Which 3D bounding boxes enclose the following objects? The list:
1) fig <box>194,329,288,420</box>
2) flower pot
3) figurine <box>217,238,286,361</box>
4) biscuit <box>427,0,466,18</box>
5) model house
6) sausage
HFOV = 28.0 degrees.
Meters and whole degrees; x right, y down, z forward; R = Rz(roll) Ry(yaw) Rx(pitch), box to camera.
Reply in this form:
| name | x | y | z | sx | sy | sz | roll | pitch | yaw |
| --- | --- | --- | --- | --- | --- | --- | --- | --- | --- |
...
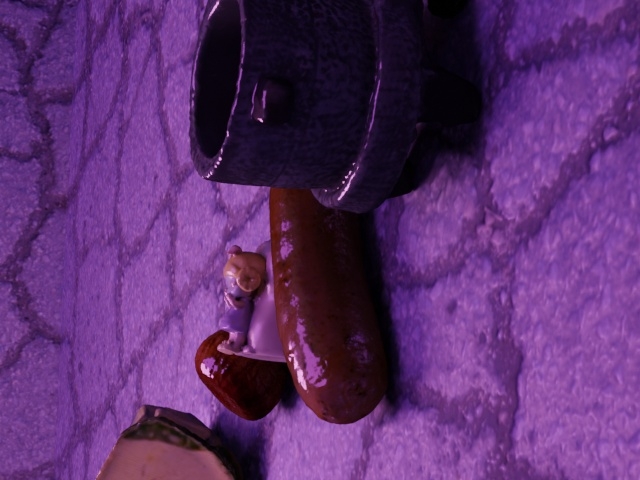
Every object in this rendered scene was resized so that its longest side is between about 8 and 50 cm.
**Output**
| name | x | y | z | sx | sy | sz | roll | pitch | yaw |
| --- | --- | --- | --- | --- | --- | --- | --- | --- | --- |
| fig | -0.089 | 0.165 | 1.916 | 0.133 | 0.201 | 0.146 | 22 | 147 | 31 |
| flower pot | 0.015 | -0.185 | 1.479 | 0.299 | 0.282 | 0.299 | -172 | 90 | -71 |
| figurine | -0.058 | 0.047 | 1.780 | 0.127 | 0.155 | 0.236 | 132 | 144 | -76 |
| biscuit | 0.150 | -0.304 | 1.496 | 0.089 | 0.027 | 0.087 | 122 | 145 | -49 |
| model house | -0.240 | 0.433 | 2.100 | 0.321 | 0.261 | 0.266 | -64 | 0 | 8 |
| sausage | -0.002 | 0.001 | 1.674 | 0.136 | 0.123 | 0.501 | -30 | 54 | 38 |
